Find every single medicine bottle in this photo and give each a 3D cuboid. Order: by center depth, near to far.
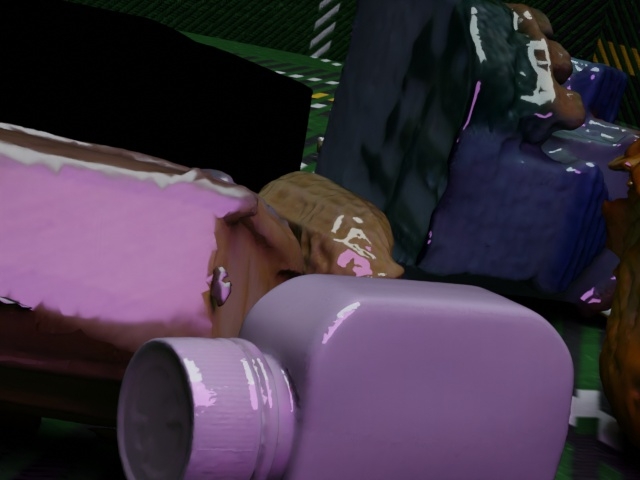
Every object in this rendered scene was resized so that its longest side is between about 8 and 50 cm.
[{"bbox_3d":[0.012,0.076,0.667,0.183,0.119,0.069,4,14,-35],"label":"medicine bottle"}]

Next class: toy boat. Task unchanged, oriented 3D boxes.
[{"bbox_3d":[-0.219,0.002,0.705,0.445,0.136,0.162,12,-28,-15],"label":"toy boat"}]

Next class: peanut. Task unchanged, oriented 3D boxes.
[{"bbox_3d":[0.000,0.000,1.155,0.093,0.083,0.194,25,5,-21],"label":"peanut"}]

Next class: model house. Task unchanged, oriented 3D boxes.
[{"bbox_3d":[0.194,-0.064,1.377,0.329,0.252,0.295,16,8,-23],"label":"model house"}]

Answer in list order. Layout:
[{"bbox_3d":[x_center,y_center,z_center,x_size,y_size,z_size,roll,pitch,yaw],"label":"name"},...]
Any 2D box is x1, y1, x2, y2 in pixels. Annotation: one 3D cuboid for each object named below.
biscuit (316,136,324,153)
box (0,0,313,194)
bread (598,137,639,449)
[{"bbox_3d":[0.125,-0.074,1.876,0.250,0.032,0.133,12,11,-16],"label":"biscuit"},{"bbox_3d":[-0.185,-0.107,1.339,0.224,0.144,0.341,7,13,-31],"label":"box"},{"bbox_3d":[0.326,0.062,0.949,0.358,0.204,0.337,17,7,-2],"label":"bread"}]
